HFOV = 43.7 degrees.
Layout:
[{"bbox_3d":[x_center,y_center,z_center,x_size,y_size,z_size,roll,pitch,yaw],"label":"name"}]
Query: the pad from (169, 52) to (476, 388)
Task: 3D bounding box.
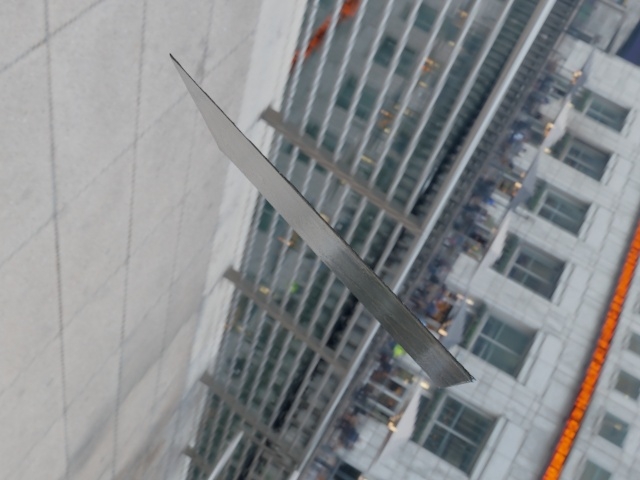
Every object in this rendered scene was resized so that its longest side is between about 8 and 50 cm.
[{"bbox_3d":[0.000,0.000,0.754,0.007,0.367,0.247,-42,169,-6],"label":"pad"}]
